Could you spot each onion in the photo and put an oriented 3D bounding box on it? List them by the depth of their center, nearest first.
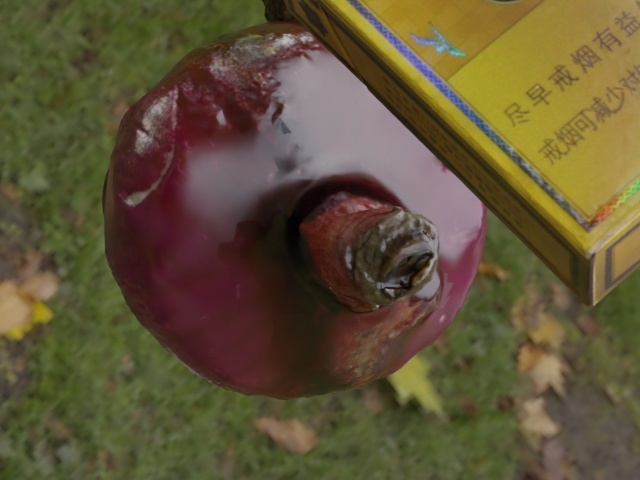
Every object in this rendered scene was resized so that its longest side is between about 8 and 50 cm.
[{"bbox_3d":[0.000,0.000,1.817,0.398,0.398,0.420,22,13,-28],"label":"onion"}]

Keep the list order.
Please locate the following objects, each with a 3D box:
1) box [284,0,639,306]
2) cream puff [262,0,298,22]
[{"bbox_3d":[0.136,-0.132,1.175,0.193,0.084,0.301,-39,66,-11],"label":"box"},{"bbox_3d":[0.022,-0.329,2.188,0.165,0.239,0.239,3,57,-49],"label":"cream puff"}]
